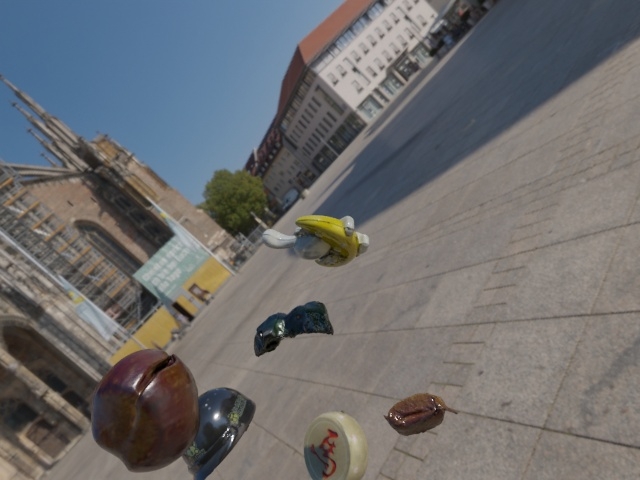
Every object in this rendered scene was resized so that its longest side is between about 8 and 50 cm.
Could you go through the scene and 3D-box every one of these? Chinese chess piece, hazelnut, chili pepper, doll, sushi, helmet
[{"bbox_3d":[0.052,0.765,1.573,0.273,0.102,0.273,-20,63,44],"label":"Chinese chess piece"},{"bbox_3d":[-0.359,0.346,0.898,0.218,0.233,0.218,-15,1,0],"label":"hazelnut"},{"bbox_3d":[-0.102,0.262,1.324,0.265,0.116,0.148,-27,31,12],"label":"chili pepper"},{"bbox_3d":[0.000,0.000,1.207,0.252,0.237,0.111,-19,55,40],"label":"doll"},{"bbox_3d":[0.172,0.303,0.750,0.120,0.055,0.052,-29,45,9],"label":"sushi"},{"bbox_3d":[-0.315,0.526,1.224,0.230,0.160,0.279,-44,2,19],"label":"helmet"}]
